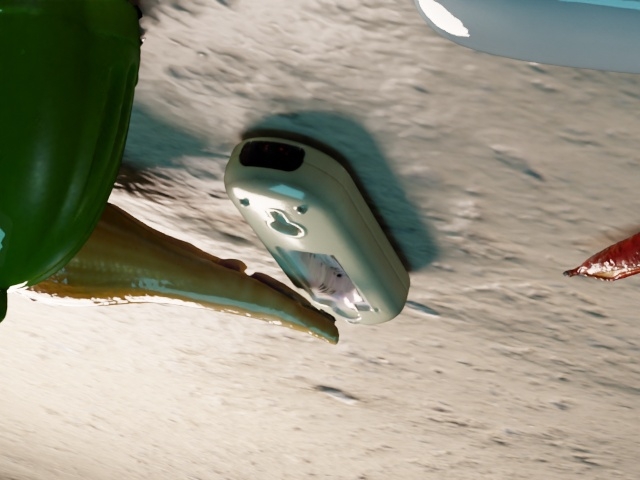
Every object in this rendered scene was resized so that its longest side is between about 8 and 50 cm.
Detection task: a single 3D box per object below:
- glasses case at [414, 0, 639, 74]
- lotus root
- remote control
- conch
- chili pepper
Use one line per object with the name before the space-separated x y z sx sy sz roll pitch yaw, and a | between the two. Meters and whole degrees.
glasses case | 0.127 -0.104 0.766 0.178 0.045 0.067 8 157 21
lotus root | -0.176 -0.035 0.913 0.186 0.186 0.186 14 159 6
remote control | 0.000 0.000 1.122 0.078 0.042 0.221 9 159 22
conch | -0.146 0.012 1.153 0.330 0.093 0.109 28 167 -2
chili pepper | 0.209 0.006 1.009 0.045 0.027 0.178 33 153 -27
